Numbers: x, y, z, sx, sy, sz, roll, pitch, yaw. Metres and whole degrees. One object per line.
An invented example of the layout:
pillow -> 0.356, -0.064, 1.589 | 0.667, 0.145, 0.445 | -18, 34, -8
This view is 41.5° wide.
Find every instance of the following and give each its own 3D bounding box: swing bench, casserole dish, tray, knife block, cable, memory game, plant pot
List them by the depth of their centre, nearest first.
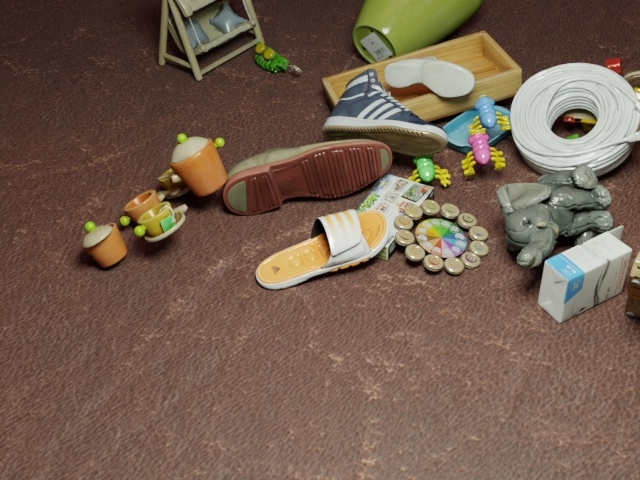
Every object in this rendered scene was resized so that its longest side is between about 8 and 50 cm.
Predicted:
knife block -> 0.586, 0.010, 1.397 | 0.088, 0.276, 0.242 | 18, 74, 24
memory game -> 0.226, -0.010, 1.580 | 0.186, 0.012, 0.186 | 7, 47, -7
cable -> 0.524, -0.246, 1.740 | 0.257, 0.089, 0.257 | -26, 60, 9
casserole dish -> 0.348, -0.241, 1.859 | 0.114, 0.037, 0.188 | 30, 49, 33
tray -> 0.228, -0.352, 1.937 | 0.410, 0.076, 0.203 | -18, 42, -5
plant pot -> 0.220, -0.577, 2.124 | 0.274, 0.275, 0.293 | 25, 63, 30
swing bench -> -0.291, -0.586, 2.142 | 0.165, 0.255, 0.253 | 26, 48, 30

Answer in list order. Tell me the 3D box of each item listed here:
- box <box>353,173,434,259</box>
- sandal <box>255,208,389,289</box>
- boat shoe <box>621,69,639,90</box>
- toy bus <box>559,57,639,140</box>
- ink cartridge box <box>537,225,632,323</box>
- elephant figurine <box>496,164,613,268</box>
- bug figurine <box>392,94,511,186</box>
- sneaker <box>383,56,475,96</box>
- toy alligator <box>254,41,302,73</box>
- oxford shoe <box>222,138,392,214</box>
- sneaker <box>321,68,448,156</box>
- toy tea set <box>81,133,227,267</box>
box -> 0.129, -0.051, 1.648 | 0.114, 0.036, 0.207 | 19, 45, 25
sandal -> 0.004, 0.008, 1.525 | 0.265, 0.076, 0.102 | -25, 51, -8
boat shoe -> 0.800, -0.349, 1.922 | 0.257, 0.095, 0.095 | 9, 37, -4
toy bus -> 0.604, -0.281, 1.835 | 0.191, 0.104, 0.202 | -33, 64, 15
ink cartridge box -> 0.466, 0.056, 1.446 | 0.180, 0.104, 0.060 | -22, 43, -21
elephant figurine -> 0.389, -0.040, 1.520 | 0.239, 0.186, 0.170 | -21, 77, -19
bug figurine -> 0.264, -0.210, 1.756 | 0.278, 0.072, 0.216 | -15, 47, 6
sneaker -> 0.250, -0.371, 1.847 | 0.212, 0.080, 0.094 | 16, 37, 30
toy alligator -> -0.118, -0.447, 2.128 | 0.189, 0.056, 0.051 | 41, 99, 38
oxford shoe -> -0.032, -0.157, 1.710 | 0.348, 0.123, 0.130 | -11, 36, -4
sneaker -> 0.147, -0.265, 1.732 | 0.282, 0.099, 0.153 | 10, 66, 33
toy tea set -> -0.324, -0.092, 1.614 | 0.200, 0.124, 0.336 | -9, 31, 40
